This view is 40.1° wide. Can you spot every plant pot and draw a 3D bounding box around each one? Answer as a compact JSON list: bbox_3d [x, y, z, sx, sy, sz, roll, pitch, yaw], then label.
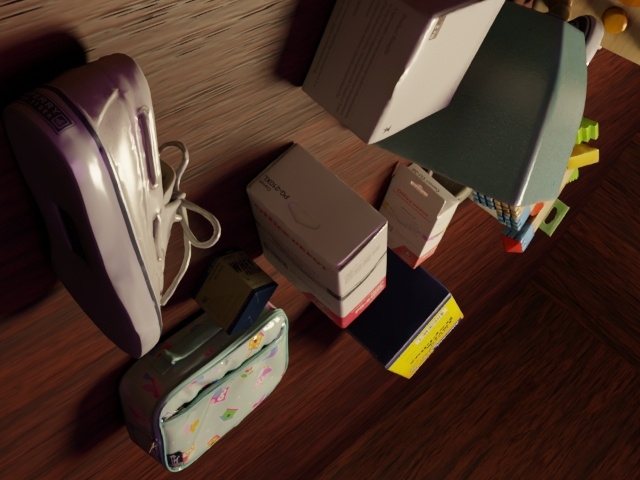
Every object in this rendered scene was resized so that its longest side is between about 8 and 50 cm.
[{"bbox_3d":[0.251,-0.216,1.268,0.248,0.247,0.252,-10,123,-62],"label":"plant pot"}]

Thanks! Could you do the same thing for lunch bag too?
[{"bbox_3d":[-0.171,0.209,1.329,0.279,0.108,0.224,-38,153,-31],"label":"lunch bag"}]

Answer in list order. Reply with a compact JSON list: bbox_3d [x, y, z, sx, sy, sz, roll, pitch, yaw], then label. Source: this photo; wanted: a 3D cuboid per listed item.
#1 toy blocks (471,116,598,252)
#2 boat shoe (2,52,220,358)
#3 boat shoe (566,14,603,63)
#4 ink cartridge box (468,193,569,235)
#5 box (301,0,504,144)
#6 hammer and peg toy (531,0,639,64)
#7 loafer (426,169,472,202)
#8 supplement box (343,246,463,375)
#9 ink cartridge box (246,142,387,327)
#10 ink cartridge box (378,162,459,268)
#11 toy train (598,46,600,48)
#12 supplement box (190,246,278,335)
[{"bbox_3d":[0.409,-0.145,1.768,0.261,0.190,0.381,-55,151,-14],"label":"toy blocks"},{"bbox_3d":[-0.177,-0.032,0.835,0.156,0.136,0.367,-42,152,-27],"label":"boat shoe"},{"bbox_3d":[0.308,-0.267,1.411,0.301,0.102,0.108,-36,-146,33],"label":"boat shoe"},{"bbox_3d":[0.443,-0.090,1.989,0.062,0.209,0.109,-38,160,-36],"label":"ink cartridge box"},{"bbox_3d":[0.099,-0.237,1.037,0.182,0.119,0.181,-30,155,-44],"label":"box"},{"bbox_3d":[0.521,-0.463,1.365,0.127,0.266,0.361,-70,-175,-51],"label":"hammer and peg toy"},{"bbox_3d":[0.272,-0.161,1.608,0.111,0.112,0.319,-44,164,-40],"label":"loafer"},{"bbox_3d":[0.154,0.146,1.833,0.195,0.194,0.356,-49,162,0],"label":"supplement box"},{"bbox_3d":[0.000,0.000,1.209,0.100,0.172,0.237,-44,161,-14],"label":"ink cartridge box"},{"bbox_3d":[0.175,-0.056,1.592,0.067,0.115,0.198,-35,158,-33],"label":"ink cartridge box"},{"bbox_3d":[0.541,-0.379,1.892,0.125,0.046,0.166,-23,153,-55],"label":"toy train"},{"bbox_3d":[-0.120,0.069,1.219,0.056,0.083,0.083,-18,145,-58],"label":"supplement box"}]
